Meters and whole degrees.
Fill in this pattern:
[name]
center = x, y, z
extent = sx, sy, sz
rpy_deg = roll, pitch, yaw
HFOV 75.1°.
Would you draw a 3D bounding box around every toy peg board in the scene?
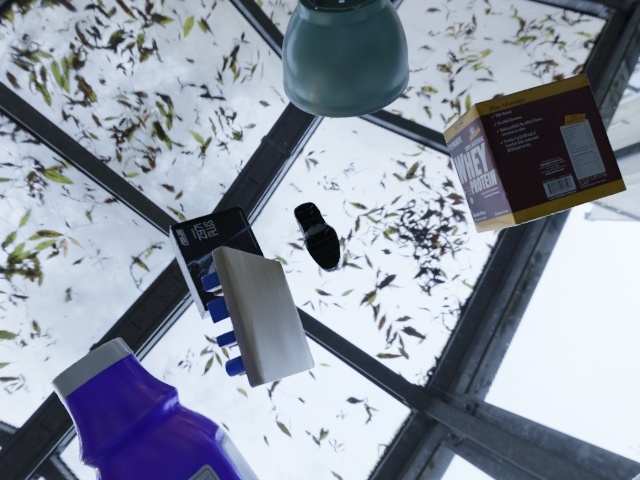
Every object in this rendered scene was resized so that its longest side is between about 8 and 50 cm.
[toy peg board]
center = -0.094, 0.106, 0.536
extent = 0.079, 0.161, 0.161
rpy_deg = -25, -107, 15

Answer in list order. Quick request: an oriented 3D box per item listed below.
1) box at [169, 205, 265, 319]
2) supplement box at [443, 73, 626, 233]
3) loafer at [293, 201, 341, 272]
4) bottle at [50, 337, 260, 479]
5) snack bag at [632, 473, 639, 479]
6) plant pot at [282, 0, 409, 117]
[box]
center = -0.195, 0.040, 0.822
extent = 0.147, 0.077, 0.180
rpy_deg = -20, -104, -26
[supplement box]
center = 0.341, -0.135, 0.688
extent = 0.191, 0.129, 0.194
rpy_deg = -17, -93, -6
[loafer]
center = 0.000, 0.000, 0.763
extent = 0.062, 0.061, 0.170
rpy_deg = -20, -134, -2
[bottle]
center = -0.130, 0.221, 0.374
extent = 0.118, 0.092, 0.283
rpy_deg = -37, -92, -5
[snack bag]
center = 0.446, 0.409, 0.471
extent = 0.037, 0.323, 0.342
rpy_deg = 28, -70, 0
[plant pot]
center = 0.048, -0.435, 0.889
extent = 0.293, 0.196, 0.293
rpy_deg = -3, -125, 5
